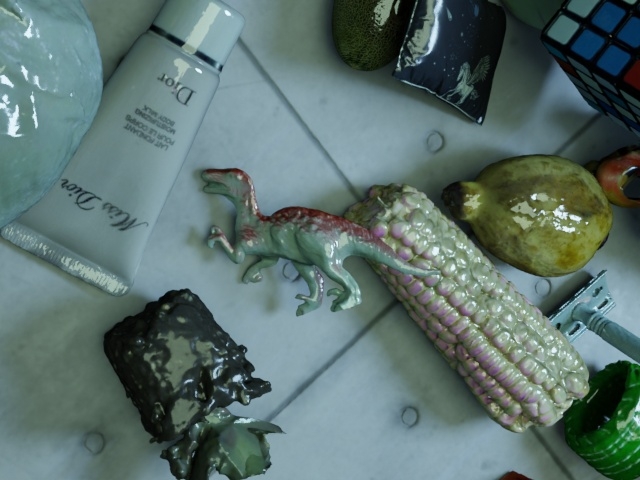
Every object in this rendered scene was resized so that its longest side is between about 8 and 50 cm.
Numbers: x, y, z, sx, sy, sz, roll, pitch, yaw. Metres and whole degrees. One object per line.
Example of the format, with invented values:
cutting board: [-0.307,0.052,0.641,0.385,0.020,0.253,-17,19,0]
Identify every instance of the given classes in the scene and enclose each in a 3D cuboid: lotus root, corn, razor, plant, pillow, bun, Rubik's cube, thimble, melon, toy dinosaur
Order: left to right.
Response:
bun: [-0.374,-0.155,1.038,0.362,0.211,0.361,-1,92,-19]
plant: [-0.128,0.154,1.190,0.142,0.131,0.203,-40,107,-17]
toy dinosaur: [0.000,0.000,1.226,0.242,0.053,0.167,-3,100,15]
melon: [0.066,-0.257,1.254,0.099,0.099,0.162,21,90,-20]
pillow: [0.144,-0.210,1.262,0.208,0.055,0.141,12,90,-58]
corn: [0.163,0.071,1.303,0.127,0.127,0.335,-43,102,-13]
lotus root: [0.232,-0.029,1.304,0.214,0.138,0.138,4,92,-32]
thimble: [0.355,0.209,1.379,0.090,0.118,0.130,37,63,-15]
razor: [0.364,0.131,1.325,0.106,0.232,0.068,-39,135,-13]
Rubik's cube: [0.371,-0.204,1.223,0.182,0.184,0.187,-52,146,3]

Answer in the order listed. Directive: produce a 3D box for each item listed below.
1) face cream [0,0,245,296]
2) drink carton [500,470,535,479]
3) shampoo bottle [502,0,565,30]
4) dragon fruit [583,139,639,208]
face cream: [-0.184,-0.108,1.187,0.143,0.089,0.314,29,94,-19]
drink carton: [0.176,0.373,1.347,0.223,0.071,0.096,-37,104,-15]
shampoo bottle: [0.348,-0.392,1.317,0.350,0.151,0.221,-37,119,-15]
dragon fruit: [0.482,-0.056,1.348,0.307,0.243,0.227,-9,135,-23]
